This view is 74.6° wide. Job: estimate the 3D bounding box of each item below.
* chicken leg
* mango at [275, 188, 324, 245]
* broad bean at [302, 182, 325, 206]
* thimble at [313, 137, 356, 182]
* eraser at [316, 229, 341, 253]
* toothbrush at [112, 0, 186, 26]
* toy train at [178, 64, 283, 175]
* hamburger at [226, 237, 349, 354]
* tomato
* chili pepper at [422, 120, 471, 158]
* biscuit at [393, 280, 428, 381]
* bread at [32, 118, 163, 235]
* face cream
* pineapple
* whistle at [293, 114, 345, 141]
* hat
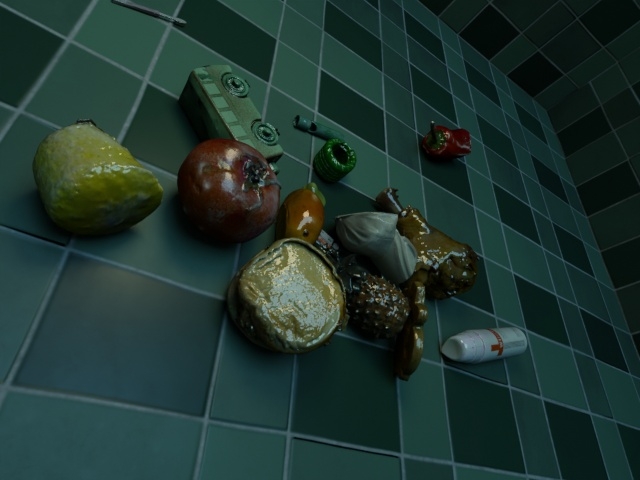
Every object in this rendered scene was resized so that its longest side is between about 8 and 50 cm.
[{"bbox_3d":[0.293,0.020,1.293,0.295,0.182,0.409,-32,82,-29],"label":"chicken leg"},{"bbox_3d":[-0.052,-0.055,1.058,0.102,0.141,0.217,19,33,-19],"label":"mango"},{"bbox_3d":[-0.018,-0.125,1.196,0.083,0.045,0.063,55,32,-9],"label":"broad bean"},{"bbox_3d":[0.045,-0.246,1.287,0.130,0.090,0.118,-28,82,-46],"label":"thimble"},{"bbox_3d":[0.000,0.000,1.140,0.122,0.029,0.052,40,46,-13],"label":"eraser"},{"bbox_3d":[-0.466,-0.627,1.154,0.194,0.017,0.014,2,64,-38],"label":"toothbrush"},{"bbox_3d":[-0.224,-0.292,1.069,0.159,0.129,0.326,-27,83,-42],"label":"toy train"},{"bbox_3d":[-0.057,0.123,0.916,0.285,0.146,0.243,10,72,-19],"label":"hamburger"},{"bbox_3d":[-0.202,-0.101,0.927,0.232,0.188,0.232,22,60,-45],"label":"tomato"},{"bbox_3d":[0.487,-0.398,1.715,0.338,0.131,0.135,-10,96,-47],"label":"chili pepper"},{"bbox_3d":[0.233,0.234,1.090,0.035,0.184,0.249,13,65,-6],"label":"biscuit"},{"bbox_3d":[-0.405,-0.104,0.769,0.197,0.197,0.171,-22,72,-45],"label":"bread"},{"bbox_3d":[0.517,0.326,1.313,0.345,0.102,0.102,6,61,-39],"label":"face cream"},{"bbox_3d":[0.082,0.114,1.075,0.310,0.141,0.170,38,46,-5],"label":"pineapple"},{"bbox_3d":[0.000,-0.355,1.355,0.186,0.039,0.039,13,56,-34],"label":"whistle"},{"bbox_3d":[0.134,0.027,1.154,0.164,0.219,0.226,-15,92,-28],"label":"hat"}]
